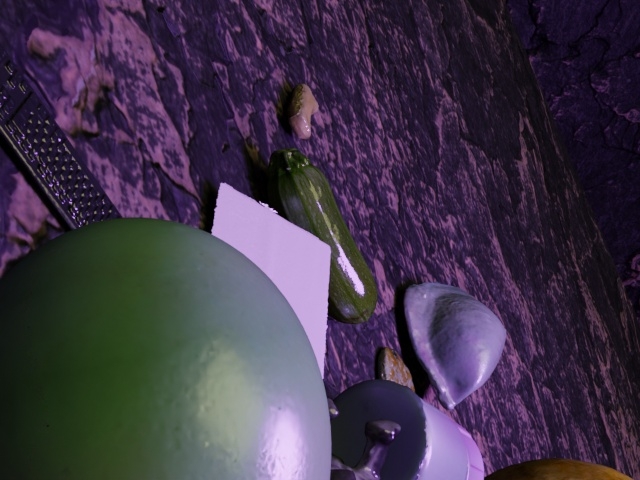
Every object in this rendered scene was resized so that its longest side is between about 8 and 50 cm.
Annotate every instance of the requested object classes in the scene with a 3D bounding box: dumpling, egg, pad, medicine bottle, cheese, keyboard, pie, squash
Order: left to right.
[{"bbox_3d":[-0.209,-0.071,0.739,0.202,0.011,0.067,59,26,-28],"label":"keyboard"},{"bbox_3d":[-0.104,0.121,0.577,0.220,0.221,0.269,15,70,-63],"label":"egg"},{"bbox_3d":[-0.049,0.066,0.931,0.156,0.004,0.232,31,47,-33],"label":"pad"},{"bbox_3d":[-0.021,-0.151,1.177,0.044,0.030,0.083,49,26,-30],"label":"cheese"},{"bbox_3d":[0.000,0.000,1.072,0.077,0.068,0.219,-40,112,-41],"label":"squash"},{"bbox_3d":[0.094,0.172,1.220,0.085,0.017,0.085,48,32,-44],"label":"pie"},{"bbox_3d":[0.085,0.227,1.019,0.168,0.135,0.135,37,42,-52],"label":"medicine bottle"},{"bbox_3d":[0.171,0.136,1.336,0.216,0.149,0.104,-59,166,-52],"label":"dumpling"}]

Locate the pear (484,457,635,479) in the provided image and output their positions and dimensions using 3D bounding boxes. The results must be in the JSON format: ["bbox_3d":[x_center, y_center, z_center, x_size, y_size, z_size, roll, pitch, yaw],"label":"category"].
[{"bbox_3d":[0.283,0.398,1.136,0.304,0.304,0.303,45,35,-46],"label":"pear"}]

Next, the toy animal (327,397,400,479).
[{"bbox_3d":[-0.038,0.243,0.749,0.343,0.106,0.168,-44,150,-60],"label":"toy animal"}]
